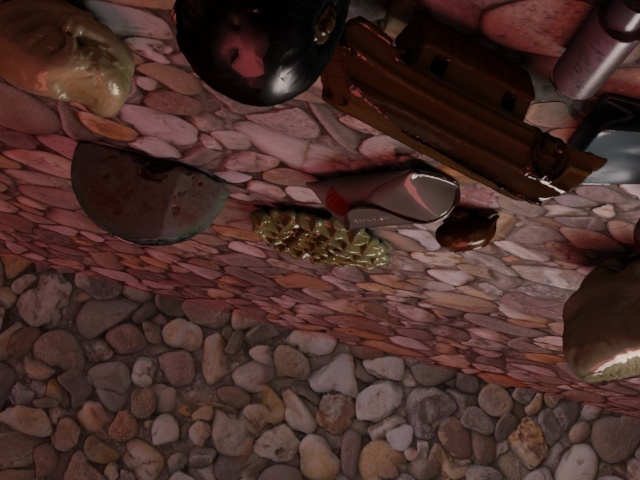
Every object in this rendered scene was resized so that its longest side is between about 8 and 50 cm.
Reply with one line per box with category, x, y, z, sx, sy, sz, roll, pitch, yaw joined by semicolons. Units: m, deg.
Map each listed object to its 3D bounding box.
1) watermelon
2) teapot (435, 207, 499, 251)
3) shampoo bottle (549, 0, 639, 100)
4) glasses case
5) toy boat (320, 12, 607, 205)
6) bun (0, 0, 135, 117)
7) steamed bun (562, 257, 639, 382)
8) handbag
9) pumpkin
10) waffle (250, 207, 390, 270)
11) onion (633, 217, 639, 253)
watermelon;-0.366;-0.063;2.100;0.321;0.188;0.175;18;160;5
teapot;0.281;-0.026;1.942;0.129;0.078;0.098;-7;-163;29
shampoo bottle;0.336;-0.236;1.191;0.072;0.072;0.214;14;164;-2
glasses case;0.104;-0.075;1.877;0.308;0.083;0.128;-5;157;46
toy boat;0.189;-0.179;1.342;0.445;0.162;0.136;25;178;-23
bun;-0.380;-0.280;1.494;0.229;0.145;0.229;28;-166;-7
steamed bun;0.629;0.140;1.982;0.324;0.219;0.309;-29;157;30
handbag;0.446;-0.134;1.472;0.144;0.057;0.221;8;164;1
pumpkin;-0.059;-0.264;1.126;0.163;0.233;0.233;29;168;15
waffle;0.000;0.000;2.263;0.291;0.056;0.309;6;161;24
onion;0.629;-0.013;1.566;0.272;0.195;0.272;10;-160;-4
